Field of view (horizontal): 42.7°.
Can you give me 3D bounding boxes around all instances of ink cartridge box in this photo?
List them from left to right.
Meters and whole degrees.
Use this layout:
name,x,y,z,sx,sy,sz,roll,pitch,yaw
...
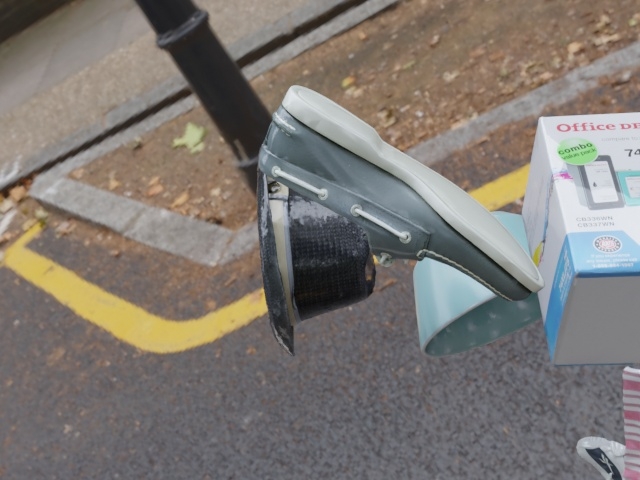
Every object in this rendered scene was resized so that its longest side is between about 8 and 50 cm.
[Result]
name,x,y,z,sx,sy,sz,roll,pitch,yaw
ink cartridge box,0.386,-0.005,1.056,0.198,0.197,0.270,-2,49,4

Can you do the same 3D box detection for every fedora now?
name,x,y,z,sx,sy,sz,roll,pitch,yaw
fedora,0.000,0.000,1.176,0.152,0.334,0.334,-5,38,2

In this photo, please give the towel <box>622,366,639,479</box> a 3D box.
name,x,y,z,sx,sy,sz,roll,pitch,yaw
towel,0.528,0.303,1.256,0.029,0.197,0.144,-16,17,-32

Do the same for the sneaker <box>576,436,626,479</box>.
name,x,y,z,sx,sy,sz,roll,pitch,yaw
sneaker,0.526,0.448,1.398,0.235,0.094,0.153,28,74,24

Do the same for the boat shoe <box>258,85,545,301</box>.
name,x,y,z,sx,sy,sz,roll,pitch,yaw
boat shoe,0.077,-0.029,0.830,0.099,0.319,0.116,-54,-2,19

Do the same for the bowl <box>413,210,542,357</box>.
name,x,y,z,sx,sy,sz,roll,pitch,yaw
bowl,0.285,0.064,1.420,0.311,0.311,0.163,-29,66,10
